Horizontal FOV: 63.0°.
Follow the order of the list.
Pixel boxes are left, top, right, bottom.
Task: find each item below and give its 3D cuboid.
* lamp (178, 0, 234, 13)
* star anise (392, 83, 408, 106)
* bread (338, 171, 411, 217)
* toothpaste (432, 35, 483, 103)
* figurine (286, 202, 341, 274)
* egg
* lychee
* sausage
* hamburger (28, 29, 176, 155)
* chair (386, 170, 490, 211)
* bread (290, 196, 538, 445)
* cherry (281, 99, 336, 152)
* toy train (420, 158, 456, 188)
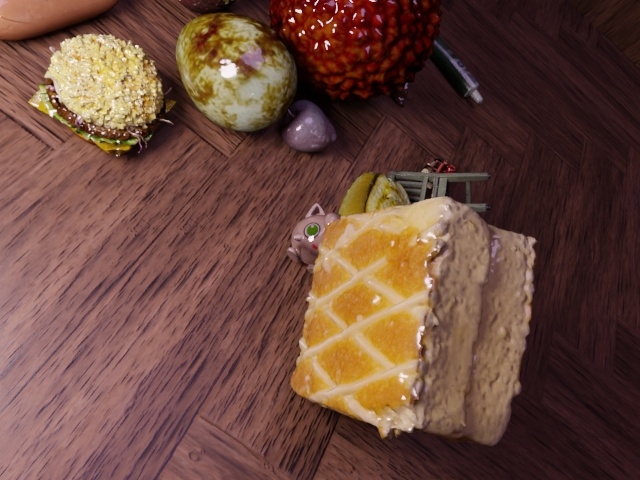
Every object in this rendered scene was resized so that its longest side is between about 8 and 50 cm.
[{"bbox_3d":[-0.268,-0.671,1.262,0.247,0.247,0.247,15,58,-25],"label":"lamp"},{"bbox_3d":[0.202,-0.505,1.578,0.144,0.158,0.140,-1,50,4],"label":"star anise"},{"bbox_3d":[0.141,-0.043,1.255,0.186,0.124,0.257,21,55,-30],"label":"bread"},{"bbox_3d":[0.428,-0.621,1.787,0.099,0.061,0.392,-31,81,-39],"label":"toothpaste"},{"bbox_3d":[0.000,0.000,1.135,0.125,0.125,0.138,40,73,-8],"label":"figurine"},{"bbox_3d":[-0.187,-0.375,1.150,0.289,0.238,0.238,45,50,10],"label":"egg"},{"bbox_3d":[0.063,-0.567,1.296,0.500,0.424,0.424,20,56,-27],"label":"lychee"},{"bbox_3d":[-0.554,-0.486,1.050,0.121,0.121,0.304,47,49,-2],"label":"sausage"},{"bbox_3d":[-0.410,-0.291,1.025,0.262,0.139,0.243,33,51,-12],"label":"hamburger"},{"bbox_3d":[0.312,-0.089,1.395,0.270,0.147,0.136,2,50,18],"label":"chair"},{"bbox_3d":[0.156,0.147,0.940,0.279,0.390,0.371,16,77,-25],"label":"bread"},{"bbox_3d":[-0.030,-0.301,1.290,0.148,0.115,0.188,4,56,-9],"label":"cherry"},{"bbox_3d":[0.335,-0.191,1.492,0.087,0.050,0.138,33,39,7],"label":"toy train"}]
